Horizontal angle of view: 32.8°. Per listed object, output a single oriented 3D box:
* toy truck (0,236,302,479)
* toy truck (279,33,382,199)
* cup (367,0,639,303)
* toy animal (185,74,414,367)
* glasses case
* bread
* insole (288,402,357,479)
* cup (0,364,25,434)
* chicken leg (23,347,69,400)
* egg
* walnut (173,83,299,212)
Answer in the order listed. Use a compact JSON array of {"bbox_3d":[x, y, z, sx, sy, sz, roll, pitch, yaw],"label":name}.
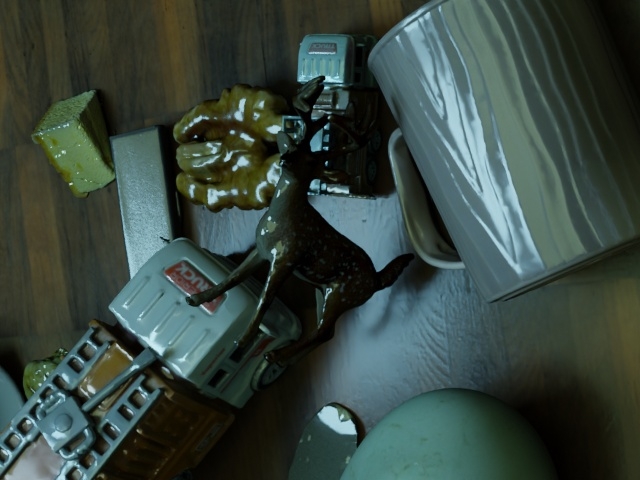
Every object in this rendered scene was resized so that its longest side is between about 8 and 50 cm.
[{"bbox_3d":[-0.206,0.179,1.180,0.173,0.207,0.388,38,85,21],"label":"toy truck"},{"bbox_3d":[0.010,-0.134,1.152,0.080,0.115,0.178,5,94,28],"label":"toy truck"},{"bbox_3d":[0.164,-0.088,1.020,0.288,0.208,0.273,-27,82,26],"label":"cup"},{"bbox_3d":[-0.012,-0.010,1.069,0.260,0.243,0.087,-52,49,1],"label":"toy animal"},{"bbox_3d":[-0.205,-0.040,1.314,0.072,0.042,0.191,-8,89,21],"label":"glasses case"},{"bbox_3d":[-0.293,-0.122,1.371,0.084,0.080,0.109,-17,120,28],"label":"bread"},{"bbox_3d":[-0.011,0.304,1.246,0.081,0.011,0.248,26,104,26],"label":"insole"},{"bbox_3d":[-0.523,0.295,1.438,0.257,0.227,0.301,-15,115,41],"label":"cup"},{"bbox_3d":[-0.271,0.225,1.340,0.228,0.103,0.088,47,158,-1],"label":"chicken leg"},{"bbox_3d":[0.111,0.322,1.060,0.229,0.230,0.371,19,107,26],"label":"egg"},{"bbox_3d":[-0.089,-0.103,1.232,0.170,0.069,0.143,-1,90,32],"label":"walnut"}]
